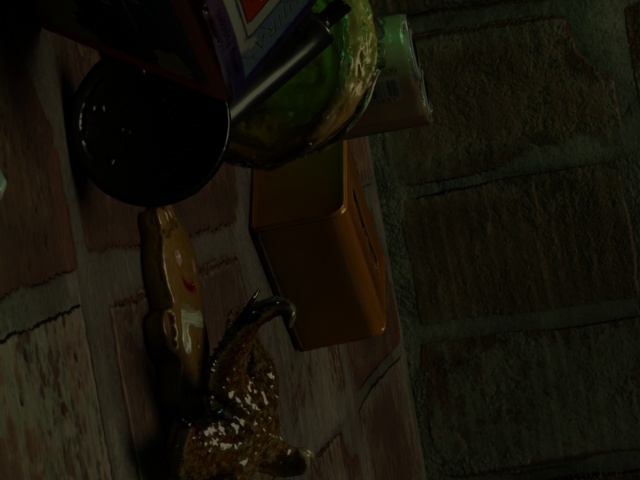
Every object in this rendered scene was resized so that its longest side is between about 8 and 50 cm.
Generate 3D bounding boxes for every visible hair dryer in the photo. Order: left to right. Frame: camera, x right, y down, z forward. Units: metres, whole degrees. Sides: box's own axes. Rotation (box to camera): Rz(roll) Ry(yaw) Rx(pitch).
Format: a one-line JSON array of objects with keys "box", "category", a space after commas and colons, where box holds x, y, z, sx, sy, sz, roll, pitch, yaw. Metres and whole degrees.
[{"box": [-0.113, -0.168, 1.747, 0.284, 0.155, 0.320, -58, 175, 5], "category": "hair dryer"}]

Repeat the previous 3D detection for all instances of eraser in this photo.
[{"box": [-0.017, -0.182, 2.106, 0.171, 0.290, 0.087, 69, 15, -48], "category": "eraser"}]

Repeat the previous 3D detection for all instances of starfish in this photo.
[{"box": [-0.080, 0.176, 1.785, 0.312, 0.113, 0.303, -64, 159, -51], "category": "starfish"}]

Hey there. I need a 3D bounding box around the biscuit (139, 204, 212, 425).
[{"box": [-0.152, 0.081, 1.841, 0.184, 0.035, 0.249, 42, 39, -75], "category": "biscuit"}]

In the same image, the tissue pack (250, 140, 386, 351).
[{"box": [0.000, 0.000, 2.474, 0.274, 0.145, 0.194, 69, 17, -45], "category": "tissue pack"}]

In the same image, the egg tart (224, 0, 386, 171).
[{"box": [-0.055, -0.208, 1.991, 0.095, 0.278, 0.279, 47, 34, -69], "category": "egg tart"}]

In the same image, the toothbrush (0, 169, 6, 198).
[{"box": [-0.299, -0.167, 1.258, 0.025, 0.030, 0.342, -79, 160, -51], "category": "toothbrush"}]

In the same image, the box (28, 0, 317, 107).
[{"box": [-0.104, -0.365, 1.470, 0.349, 0.256, 0.319, -52, 149, -23], "category": "box"}]
